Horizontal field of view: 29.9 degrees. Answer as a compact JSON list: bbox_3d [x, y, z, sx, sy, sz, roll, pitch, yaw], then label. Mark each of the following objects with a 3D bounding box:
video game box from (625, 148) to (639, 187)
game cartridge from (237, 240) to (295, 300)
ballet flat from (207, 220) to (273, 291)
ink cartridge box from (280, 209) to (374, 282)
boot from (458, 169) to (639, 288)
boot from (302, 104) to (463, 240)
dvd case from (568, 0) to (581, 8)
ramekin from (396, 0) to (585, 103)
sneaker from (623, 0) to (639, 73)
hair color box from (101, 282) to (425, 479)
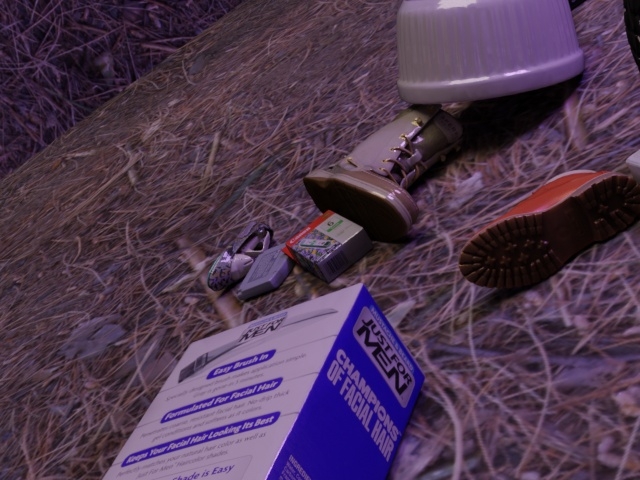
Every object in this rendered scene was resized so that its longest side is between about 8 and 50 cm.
[{"bbox_3d":[0.358,-0.079,0.894,0.187,0.048,0.205,-37,20,-4],"label":"video game box"},{"bbox_3d":[-0.055,0.032,1.308,0.056,0.017,0.083,-25,21,31],"label":"game cartridge"},{"bbox_3d":[-0.086,0.017,1.361,0.041,0.041,0.114,-15,28,41],"label":"ballet flat"},{"bbox_3d":[0.000,0.000,1.256,0.063,0.029,0.115,-38,30,-13],"label":"ink cartridge box"},{"bbox_3d":[0.183,-0.012,1.001,0.158,0.059,0.084,-25,17,-2],"label":"boot"},{"bbox_3d":[0.087,-0.080,1.269,0.165,0.077,0.213,-35,19,-13],"label":"boot"},{"bbox_3d":[0.324,-0.361,1.620,0.179,0.029,0.239,-36,20,-6],"label":"dvd case"},{"bbox_3d":[0.179,-0.225,1.311,0.207,0.109,0.207,-10,14,3],"label":"ramekin"},{"bbox_3d":[0.343,-0.155,0.923,0.124,0.107,0.283,-20,22,-9],"label":"sneaker"},{"bbox_3d":[-0.065,0.187,0.835,0.185,0.110,0.339,-21,25,33],"label":"hair color box"}]
